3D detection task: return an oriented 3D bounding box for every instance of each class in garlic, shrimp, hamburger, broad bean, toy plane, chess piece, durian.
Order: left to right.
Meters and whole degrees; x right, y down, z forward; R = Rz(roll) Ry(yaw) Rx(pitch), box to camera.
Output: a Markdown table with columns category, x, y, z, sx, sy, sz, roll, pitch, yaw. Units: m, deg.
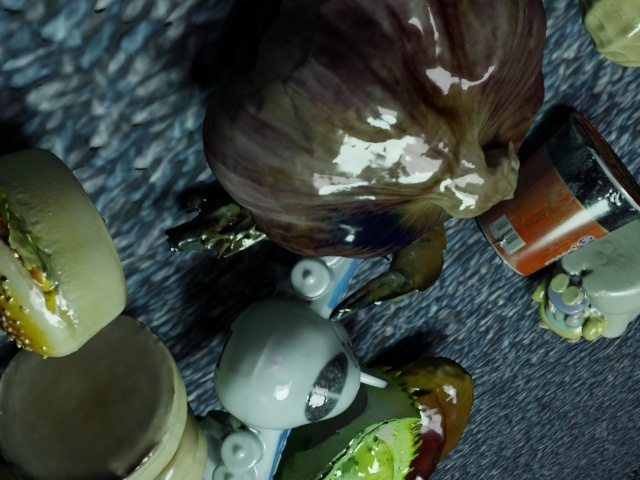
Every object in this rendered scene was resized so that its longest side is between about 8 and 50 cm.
| category | x | y | z | sx | sy | sz | roll | pitch | yaw |
| --- | --- | --- | --- | --- | --- | --- | --- | --- | --- |
| hamburger | -0.173 | 0.005 | 0.557 | 0.081 | 0.126 | 0.141 | -30 | 157 | -27 |
| chess piece | -0.166 | 0.168 | 0.814 | 0.142 | 0.143 | 0.261 | -29 | 157 | -10 |
| durian | -0.021 | 0.256 | 1.023 | 0.352 | 0.158 | 0.169 | -47 | 161 | 17 |
| toy plane | -0.016 | 0.108 | 0.841 | 0.267 | 0.122 | 0.267 | 21 | 90 | -75 |
| shrimp | 0.000 | 0.000 | 0.706 | 0.217 | 0.150 | 0.051 | -11 | 135 | -26 |
| broad bean | 0.089 | 0.223 | 1.157 | 0.156 | 0.122 | 0.228 | 23 | 115 | -28 |
| garlic | 0.051 | -0.082 | 0.607 | 0.245 | 0.160 | 0.245 | -25 | 143 | -20 |

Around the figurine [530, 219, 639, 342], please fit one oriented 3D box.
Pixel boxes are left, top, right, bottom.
| category | x | y | z | sx | sy | sz | roll | pitch | yaw |
| --- | --- | --- | --- | --- | --- | --- | --- | --- | --- |
| figurine | 0.345 | 0.062 | 1.177 | 0.155 | 0.127 | 0.235 | -50 | 156 | -11 |

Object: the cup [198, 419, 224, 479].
| category | x | y | z | sx | sy | sz | roll | pitch | yaw |
| --- | --- | --- | --- | --- | --- | --- | --- | --- | --- |
| cup | -0.151 | 0.258 | 0.981 | 0.133 | 0.099 | 0.136 | -39 | 152 | 9 |

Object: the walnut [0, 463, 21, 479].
| category | x | y | z | sx | sy | sz | roll | pitch | yaw |
| --- | --- | --- | --- | --- | --- | --- | --- | --- | --- |
| walnut | -0.286 | 0.294 | 0.771 | 0.228 | 0.228 | 0.228 | -25 | 150 | -16 |

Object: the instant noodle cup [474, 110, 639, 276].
| category | x | y | z | sx | sy | sz | roll | pitch | yaw |
| --- | --- | --- | --- | --- | --- | --- | --- | --- | --- |
| instant noodle cup | 0.228 | -0.036 | 0.923 | 0.135 | 0.127 | 0.127 | -38 | 152 | 23 |

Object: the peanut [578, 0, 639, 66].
| category | x | y | z | sx | sy | sz | roll | pitch | yaw |
| --- | --- | --- | --- | --- | --- | --- | --- | --- | --- |
| peanut | 0.277 | -0.233 | 0.681 | 0.196 | 0.110 | 0.233 | -25 | 152 | -16 |
